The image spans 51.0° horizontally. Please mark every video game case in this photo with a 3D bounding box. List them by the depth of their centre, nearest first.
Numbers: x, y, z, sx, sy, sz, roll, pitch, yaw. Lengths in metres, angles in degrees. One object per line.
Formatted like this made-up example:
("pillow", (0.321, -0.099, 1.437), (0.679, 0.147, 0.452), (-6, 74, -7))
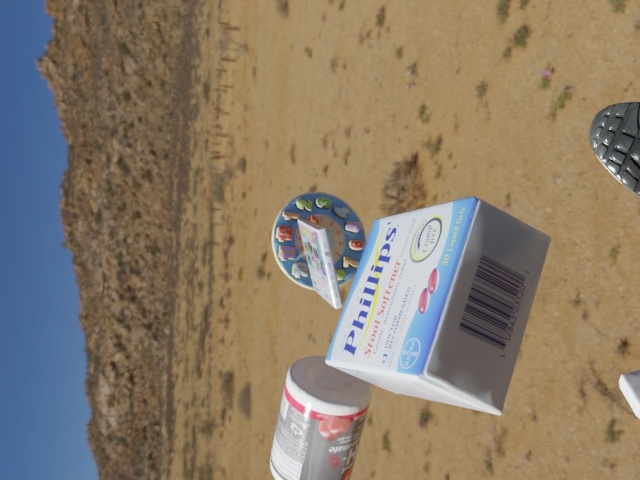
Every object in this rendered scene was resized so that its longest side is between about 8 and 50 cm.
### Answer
("video game case", (-0.002, 0.037, 1.207), (0.157, 0.019, 0.143), (-149, 45, -74))

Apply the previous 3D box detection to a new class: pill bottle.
("pill bottle", (-0.008, 0.415, 1.387), (0.176, 0.176, 0.319), (-109, 28, -65))

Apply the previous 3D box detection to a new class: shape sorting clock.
("shape sorting clock", (0.000, 0.000, 1.380), (0.040, 0.206, 0.206), (147, 127, -72))

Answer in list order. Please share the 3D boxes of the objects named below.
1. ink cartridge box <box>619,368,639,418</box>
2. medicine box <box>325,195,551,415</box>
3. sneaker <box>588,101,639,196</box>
("ink cartridge box", (0.817, 0.379, 1.510), (0.232, 0.189, 0.066), (-103, -5, -45))
("medicine box", (0.166, 0.097, 1.014), (0.289, 0.149, 0.264), (-12, 55, 64))
("sneaker", (0.448, -0.085, 0.802), (0.124, 0.283, 0.107), (-60, -9, -76))
